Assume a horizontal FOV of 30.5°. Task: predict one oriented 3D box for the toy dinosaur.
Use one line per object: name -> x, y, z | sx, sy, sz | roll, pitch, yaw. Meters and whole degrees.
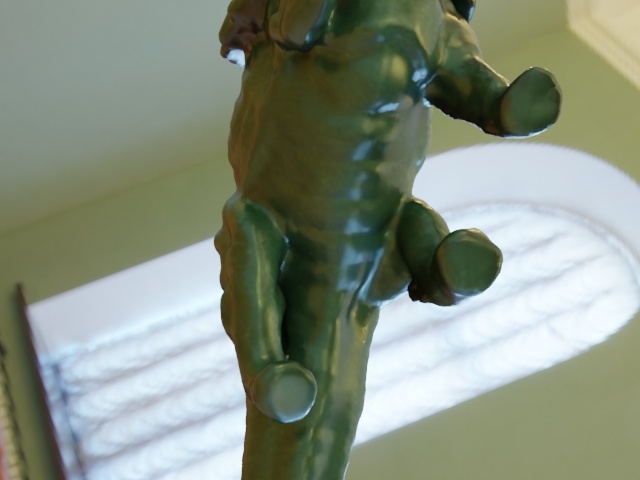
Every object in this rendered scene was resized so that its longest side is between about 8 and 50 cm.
toy dinosaur -> 0.007, -0.003, 0.349 | 0.120, 0.079, 0.292 | 155, -59, -63
